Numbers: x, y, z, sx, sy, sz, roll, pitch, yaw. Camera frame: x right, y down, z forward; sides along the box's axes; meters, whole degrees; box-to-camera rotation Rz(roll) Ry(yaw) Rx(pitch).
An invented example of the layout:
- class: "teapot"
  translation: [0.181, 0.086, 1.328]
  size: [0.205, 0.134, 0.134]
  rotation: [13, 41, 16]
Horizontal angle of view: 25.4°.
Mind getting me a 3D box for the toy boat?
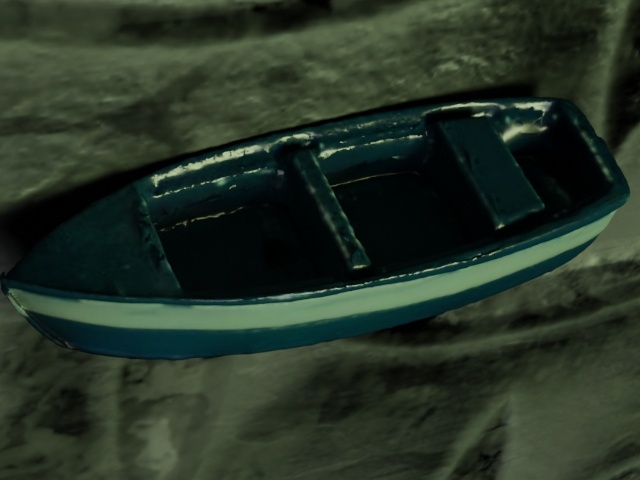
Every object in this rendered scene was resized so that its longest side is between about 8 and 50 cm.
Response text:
- class: "toy boat"
  translation: [0.000, 0.000, 0.661]
  size: [0.299, 0.096, 0.061]
  rotation: [-13, 147, -20]
